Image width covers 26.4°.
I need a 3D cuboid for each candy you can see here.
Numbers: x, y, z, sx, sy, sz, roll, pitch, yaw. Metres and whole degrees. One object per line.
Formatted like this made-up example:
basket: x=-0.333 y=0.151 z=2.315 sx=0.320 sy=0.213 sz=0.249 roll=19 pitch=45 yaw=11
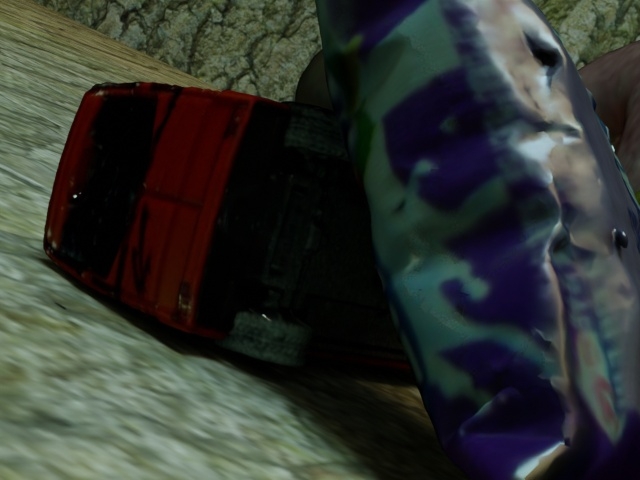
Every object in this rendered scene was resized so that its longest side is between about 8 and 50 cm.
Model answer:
candy: x=0.058 y=-0.014 z=0.402 sx=0.145 sy=0.070 sz=0.275 roll=30 pitch=38 yaw=-53

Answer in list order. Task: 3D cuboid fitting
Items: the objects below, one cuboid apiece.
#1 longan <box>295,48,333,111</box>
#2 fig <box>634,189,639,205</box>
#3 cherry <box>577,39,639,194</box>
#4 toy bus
longan: x=0.081 y=-0.111 z=1.281 sx=0.198 sy=0.198 sz=0.212 roll=19 pitch=5 yaw=-41
fig: x=0.177 y=0.033 z=0.533 sx=0.154 sy=0.166 sz=0.144 roll=51 pitch=-32 yaw=-3
cherry: x=0.208 y=-0.008 z=0.737 sx=0.285 sy=0.213 sz=0.236 roll=34 pitch=14 yaw=-12
toy bus: x=0.000 y=0.000 z=0.489 sx=0.089 sy=0.081 sz=0.195 roll=16 pitch=1 yaw=36
